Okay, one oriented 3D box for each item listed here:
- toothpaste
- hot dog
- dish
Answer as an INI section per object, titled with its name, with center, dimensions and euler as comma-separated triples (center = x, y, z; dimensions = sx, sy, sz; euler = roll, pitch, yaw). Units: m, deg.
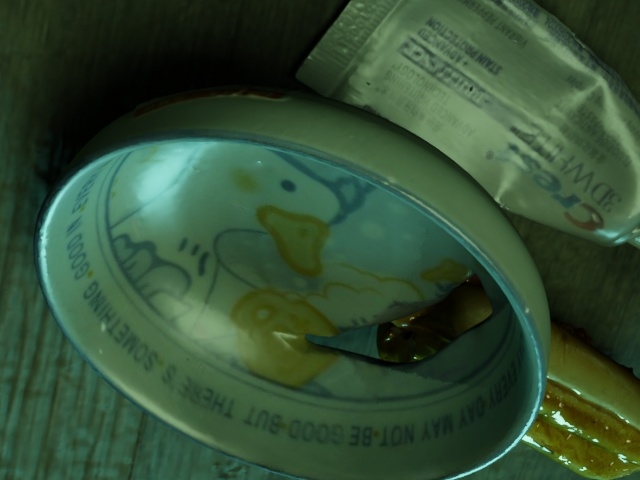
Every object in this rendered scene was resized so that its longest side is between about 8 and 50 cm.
[toothpaste]
center = 0.126, -0.064, 1.004
dimensions = 0.282, 0.068, 0.099
euler = 32, 78, -27
[hot dog]
center = 0.129, 0.078, 1.075
dimensions = 0.249, 0.102, 0.076
euler = 29, 66, -35
[dish]
center = 0.000, 0.000, 0.944
dimensions = 0.273, 0.134, 0.273
euler = 14, 141, 12
